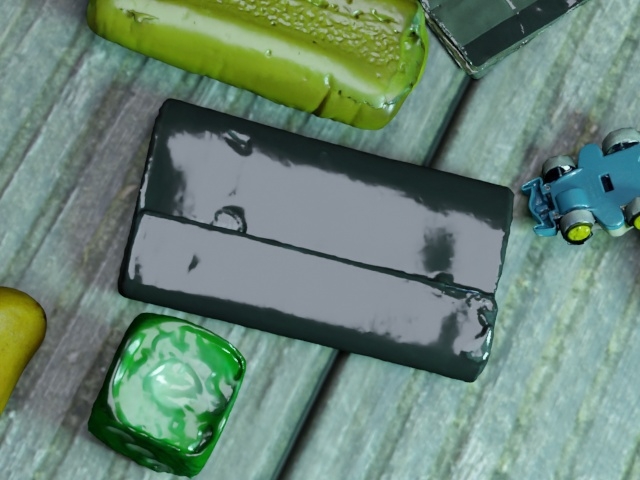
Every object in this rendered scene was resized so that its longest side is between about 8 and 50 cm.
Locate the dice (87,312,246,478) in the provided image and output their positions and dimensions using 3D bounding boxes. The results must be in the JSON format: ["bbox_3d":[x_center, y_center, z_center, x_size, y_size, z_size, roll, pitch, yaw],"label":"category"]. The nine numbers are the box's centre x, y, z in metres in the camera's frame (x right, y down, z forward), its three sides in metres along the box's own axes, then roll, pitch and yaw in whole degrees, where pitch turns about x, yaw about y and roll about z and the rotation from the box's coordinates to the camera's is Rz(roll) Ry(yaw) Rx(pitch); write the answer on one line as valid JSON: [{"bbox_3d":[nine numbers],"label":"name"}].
[{"bbox_3d":[-0.155,0.156,1.685,0.128,0.120,0.131,24,67,-4],"label":"dice"}]

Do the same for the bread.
[{"bbox_3d":[-0.071,-0.235,1.826,0.383,0.112,0.166,18,68,-7],"label":"bread"}]

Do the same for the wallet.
[{"bbox_3d":[0.000,0.000,1.799,0.406,0.062,0.228,14,71,-9],"label":"wallet"}]

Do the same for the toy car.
[{"bbox_3d":[0.318,-0.038,1.886,0.161,0.098,0.126,-21,49,9],"label":"toy car"}]

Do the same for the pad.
[{"bbox_3d":[0.213,-0.311,1.967,0.233,0.022,0.174,-33,83,-21],"label":"pad"}]

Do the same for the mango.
[{"bbox_3d":[-0.351,0.117,1.666,0.115,0.090,0.178,33,65,-13],"label":"mango"}]
